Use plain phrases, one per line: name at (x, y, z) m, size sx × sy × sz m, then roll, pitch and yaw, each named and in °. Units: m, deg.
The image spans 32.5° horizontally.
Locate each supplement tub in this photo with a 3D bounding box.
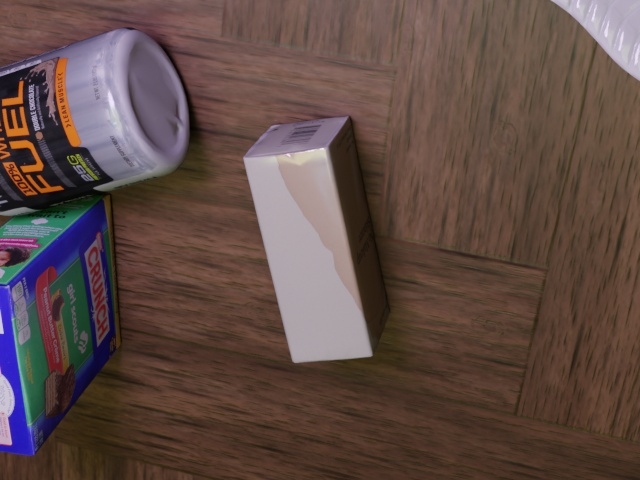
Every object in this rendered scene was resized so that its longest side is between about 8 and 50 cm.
supplement tub at (-0.369, -0.153, 1.518) m, size 0.338 × 0.207 × 0.207 m, roll -14°, pitch 109°, yaw 20°

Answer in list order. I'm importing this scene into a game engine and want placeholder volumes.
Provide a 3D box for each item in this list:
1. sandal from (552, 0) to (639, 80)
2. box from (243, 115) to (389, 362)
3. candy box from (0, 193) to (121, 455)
sandal at (0.355, -0.316, 1.317) m, size 0.416 × 0.102 × 0.169 m, roll 39°, pitch 103°, yaw 10°
box at (0.000, 0.000, 1.524) m, size 0.121 × 0.148 × 0.311 m, roll -6°, pitch 113°, yaw 17°
candy box at (-0.406, 0.108, 1.584) m, size 0.122 × 0.317 × 0.268 m, roll 5°, pitch 116°, yaw 11°
